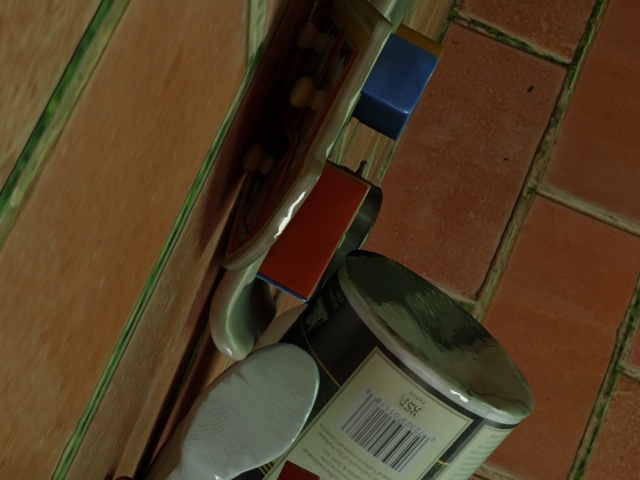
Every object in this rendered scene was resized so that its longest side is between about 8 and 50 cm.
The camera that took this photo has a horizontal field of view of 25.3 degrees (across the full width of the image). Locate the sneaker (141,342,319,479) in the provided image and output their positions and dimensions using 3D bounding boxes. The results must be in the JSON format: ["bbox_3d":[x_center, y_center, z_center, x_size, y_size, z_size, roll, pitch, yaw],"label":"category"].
[{"bbox_3d":[-0.087,0.157,1.103,0.212,0.080,0.094,-49,-166,3],"label":"sneaker"}]

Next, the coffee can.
[{"bbox_3d":[0.017,0.175,1.208,0.275,0.201,0.201,-51,-179,16],"label":"coffee can"}]

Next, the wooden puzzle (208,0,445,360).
[{"bbox_3d":[0.022,-0.078,1.137,0.322,0.080,0.348,-44,158,-85],"label":"wooden puzzle"}]

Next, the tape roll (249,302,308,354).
[{"bbox_3d":[0.016,0.214,1.716,0.169,0.246,0.246,106,7,-59],"label":"tape roll"}]

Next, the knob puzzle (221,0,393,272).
[{"bbox_3d":[-0.024,-0.069,0.903,0.213,0.030,0.213,-59,-165,26],"label":"knob puzzle"}]

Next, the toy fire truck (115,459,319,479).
[{"bbox_3d":[-0.091,0.219,0.929,0.047,0.135,0.192,92,21,-81],"label":"toy fire truck"}]

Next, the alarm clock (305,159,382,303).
[{"bbox_3d":[0.000,0.000,1.350,0.129,0.064,0.192,-52,-164,26],"label":"alarm clock"}]
